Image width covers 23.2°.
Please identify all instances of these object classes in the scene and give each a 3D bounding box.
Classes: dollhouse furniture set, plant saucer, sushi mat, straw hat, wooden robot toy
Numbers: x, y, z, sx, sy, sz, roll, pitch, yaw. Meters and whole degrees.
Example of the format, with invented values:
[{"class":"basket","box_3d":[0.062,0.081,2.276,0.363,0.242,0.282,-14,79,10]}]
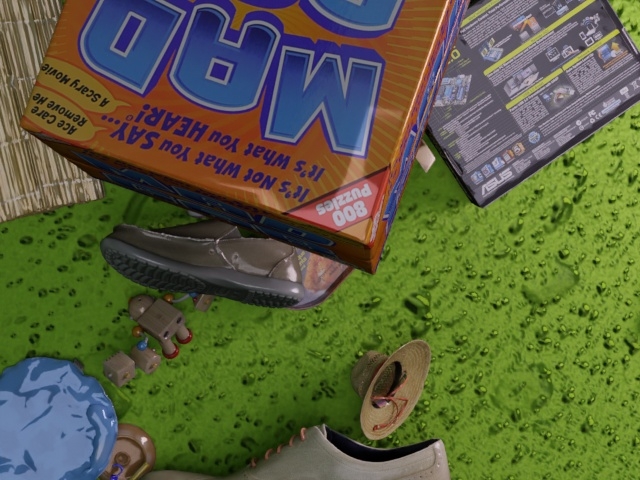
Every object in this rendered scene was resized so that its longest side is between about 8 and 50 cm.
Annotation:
[{"class":"dollhouse furniture set","box_3d":[0.082,-0.108,1.865,0.081,0.114,0.091,-34,103,5]},{"class":"plant saucer","box_3d":[-0.247,0.270,1.940,0.083,0.015,0.083,-1,99,-6]},{"class":"sushi mat","box_3d":[-0.363,-0.184,1.856,0.151,0.019,0.317,-12,99,-2]},{"class":"straw hat","box_3d":[0.071,0.172,1.927,0.061,0.144,0.145,31,96,31]},{"class":"wooden robot toy","box_3d":[-0.209,0.103,1.900,0.079,0.076,0.173,32,67,28]}]

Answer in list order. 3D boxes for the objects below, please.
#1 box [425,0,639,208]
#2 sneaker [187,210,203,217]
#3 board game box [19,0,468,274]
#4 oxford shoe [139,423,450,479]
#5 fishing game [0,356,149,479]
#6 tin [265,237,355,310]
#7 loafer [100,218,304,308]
[{"class":"box","box_3d":[0.243,-0.202,1.892,0.270,0.060,0.216,-35,100,0]},{"class":"sneaker","box_3d":[-0.072,-0.121,1.861,0.236,0.095,0.105,-28,93,0]},{"class":"board game box","box_3d":[-0.054,-0.200,1.649,0.356,0.356,0.357,19,85,5]},{"class":"oxford shoe","box_3d":[-0.035,0.290,1.893,0.396,0.140,0.147,1,97,3]},{"class":"fishing game","box_3d":[-0.343,0.232,1.914,0.264,0.041,0.189,39,86,-4]},{"class":"tin","box_3d":[0.000,0.000,1.912,0.106,0.040,0.190,43,93,-14]},{"class":"loafer","box_3d":[-0.137,0.016,1.844,0.251,0.094,0.087,14,70,-19]}]
